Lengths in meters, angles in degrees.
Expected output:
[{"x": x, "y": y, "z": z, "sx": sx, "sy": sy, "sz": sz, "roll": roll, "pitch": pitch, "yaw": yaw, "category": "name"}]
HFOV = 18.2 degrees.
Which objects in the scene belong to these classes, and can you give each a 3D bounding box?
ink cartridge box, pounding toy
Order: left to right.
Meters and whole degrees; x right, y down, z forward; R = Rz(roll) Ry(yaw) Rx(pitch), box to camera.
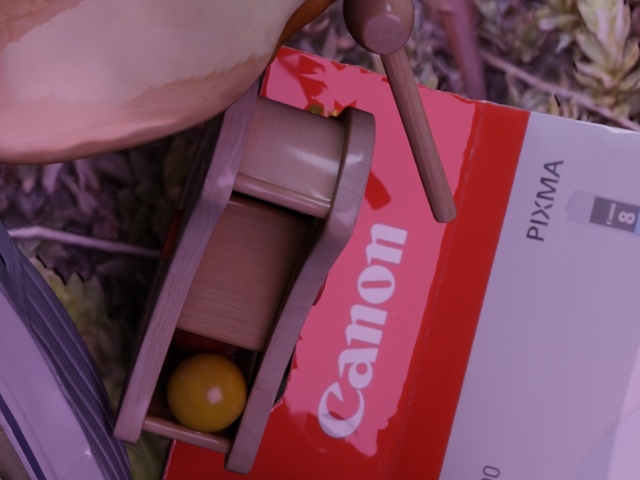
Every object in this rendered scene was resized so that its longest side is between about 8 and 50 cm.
[{"x": 0.000, "y": 0.000, "z": 1.041, "sx": 0.155, "sy": 0.154, "sz": 0.269, "roll": 17, "pitch": 108, "yaw": -8, "category": "pounding toy"}, {"x": 0.125, "y": 0.078, "z": 1.155, "sx": 0.385, "sy": 0.091, "sz": 0.308, "roll": 14, "pitch": 89, "yaw": -14, "category": "ink cartridge box"}]

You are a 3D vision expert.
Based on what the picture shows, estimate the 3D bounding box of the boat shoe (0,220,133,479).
[{"x": -0.182, "y": 0.060, "z": 1.021, "sx": 0.094, "sy": 0.109, "sz": 0.302, "roll": -22, "pitch": 127, "yaw": 5, "category": "boat shoe"}]

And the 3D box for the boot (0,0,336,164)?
[{"x": -0.085, "y": -0.111, "z": 0.995, "sx": 0.295, "sy": 0.211, "sz": 0.104, "roll": -31, "pitch": 99, "yaw": -24, "category": "boot"}]
